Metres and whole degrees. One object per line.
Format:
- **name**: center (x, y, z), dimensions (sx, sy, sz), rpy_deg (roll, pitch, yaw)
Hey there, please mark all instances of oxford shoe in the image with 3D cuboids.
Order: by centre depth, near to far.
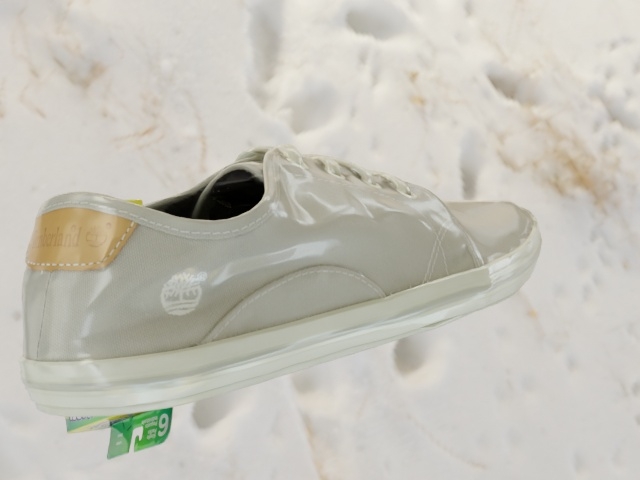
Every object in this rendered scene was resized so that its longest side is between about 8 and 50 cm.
- **oxford shoe**: center (0.000, 0.000, 0.824), dimensions (0.449, 0.169, 0.130), rpy_deg (-12, 95, -48)

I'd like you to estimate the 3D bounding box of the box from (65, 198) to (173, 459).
- **box**: center (-0.158, 0.069, 0.956), dimensions (0.043, 0.105, 0.179), rpy_deg (-4, 76, -37)
